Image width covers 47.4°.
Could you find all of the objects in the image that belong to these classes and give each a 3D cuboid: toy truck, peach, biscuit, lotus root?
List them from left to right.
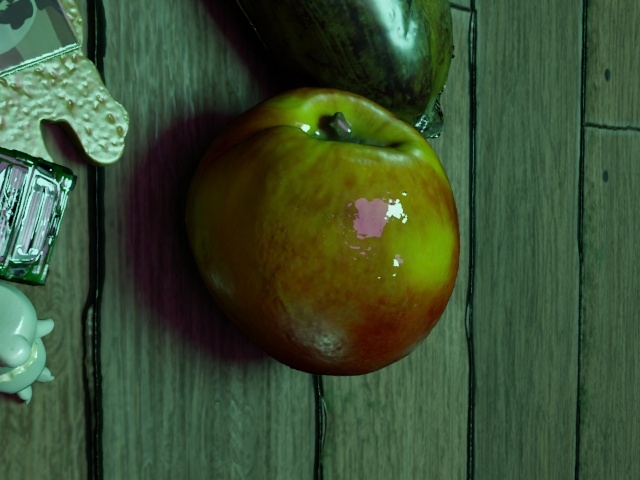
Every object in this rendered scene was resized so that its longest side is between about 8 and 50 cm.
[{"bbox_3d":[-0.259,-0.025,0.482,0.121,0.259,0.088,17,82,-37],"label":"toy truck"},{"bbox_3d":[-0.261,-0.158,0.614,0.144,0.040,0.237,-35,108,-39],"label":"biscuit"},{"bbox_3d":[0.000,0.000,0.704,0.281,0.280,0.238,51,25,-28],"label":"peach"},{"bbox_3d":[0.016,-0.268,0.732,0.196,0.179,0.398,-45,118,-25],"label":"lotus root"}]

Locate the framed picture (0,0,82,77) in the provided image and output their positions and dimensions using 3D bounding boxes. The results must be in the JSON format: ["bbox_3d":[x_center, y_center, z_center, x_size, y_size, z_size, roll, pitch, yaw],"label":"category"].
[{"bbox_3d":[-0.291,-0.224,0.566,0.136,0.010,0.201,-34,109,-34],"label":"framed picture"}]

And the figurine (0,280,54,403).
[{"bbox_3d":[-0.262,0.076,0.597,0.081,0.146,0.098,-26,77,-20],"label":"figurine"}]
